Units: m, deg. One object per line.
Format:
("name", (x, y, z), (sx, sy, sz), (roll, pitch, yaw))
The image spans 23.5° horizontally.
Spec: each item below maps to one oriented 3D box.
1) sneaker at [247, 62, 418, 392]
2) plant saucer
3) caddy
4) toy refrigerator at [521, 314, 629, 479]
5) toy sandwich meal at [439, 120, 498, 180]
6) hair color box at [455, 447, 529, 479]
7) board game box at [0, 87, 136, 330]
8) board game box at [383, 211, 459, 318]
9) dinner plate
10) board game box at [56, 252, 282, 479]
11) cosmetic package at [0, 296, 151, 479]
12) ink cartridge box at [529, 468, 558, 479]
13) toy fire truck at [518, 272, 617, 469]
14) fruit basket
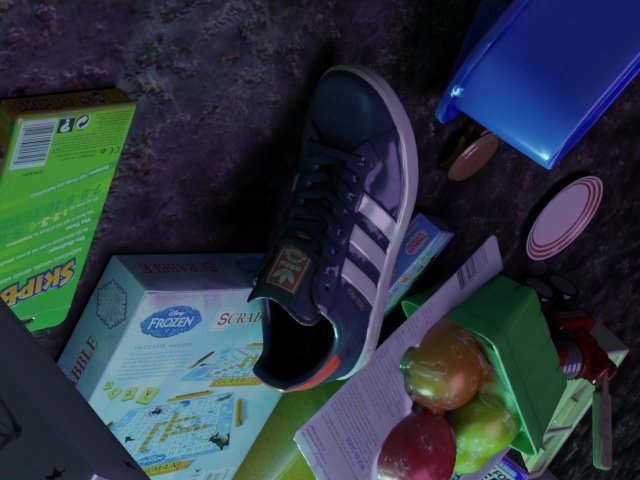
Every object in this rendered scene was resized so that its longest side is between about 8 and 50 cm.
("sneaker", (0.000, 0.000, 1.546), (0.148, 0.131, 0.350), (-23, 125, -48))
("plant saucer", (-0.012, 0.324, 1.963), (0.333, 0.081, 0.333), (-50, 134, 9))
("caddy", (0.260, -0.234, 1.612), (0.341, 0.179, 0.241), (-49, 173, 7))
("toy refrigerator", (0.359, 0.250, 2.392), (0.102, 0.094, 0.270), (-1, 129, -50))
("toy sandwich meal", (0.175, -0.106, 1.804), (0.085, 0.029, 0.085), (-35, 160, -15))
("hair color box", (0.128, 0.373, 2.140), (0.339, 0.110, 0.185), (-47, -166, 12))
("board game box", (-0.255, -0.017, 1.380), (0.124, 0.039, 0.259), (-12, 134, -42))
("board game box", (0.087, 0.039, 1.789), (0.160, 0.039, 0.211), (-49, 171, 7))
("dinner plate", (0.326, -0.033, 2.084), (0.141, 0.017, 0.141), (-31, 148, -22))
("board game box", (-0.158, 0.155, 1.674), (0.318, 0.066, 0.318), (0, 127, -51))
("cosmetic package", (-0.336, 0.155, 1.150), (0.284, 0.377, 0.097), (-48, 150, 3))
("ink cartridge box", (0.287, 0.435, 2.495), (0.176, 0.127, 0.128), (-13, 138, -41))
("toy fire truck", (0.322, 0.184, 2.114), (0.217, 0.246, 0.158), (-3, 129, -49))
("fruit basket", (0.131, 0.209, 1.876), (0.353, 0.165, 0.327), (-41, 133, -17))
